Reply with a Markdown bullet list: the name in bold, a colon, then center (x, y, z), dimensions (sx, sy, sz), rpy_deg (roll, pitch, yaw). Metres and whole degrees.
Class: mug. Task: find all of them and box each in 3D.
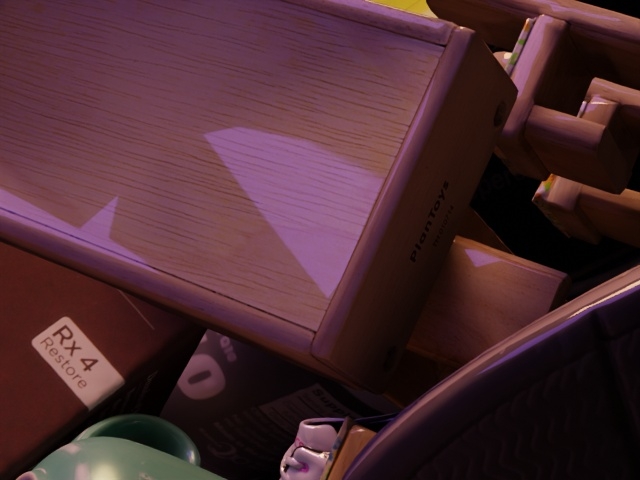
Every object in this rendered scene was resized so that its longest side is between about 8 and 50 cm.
- **mug**: center (-0.096, 0.145, 0.740), dimensions (0.129, 0.097, 0.158), rpy_deg (-64, 21, 2)

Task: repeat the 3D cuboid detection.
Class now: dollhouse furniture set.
- **dollhouse furniture set**: center (0.000, 0.000, 0.593), dimensions (0.212, 0.161, 0.242), rpy_deg (-65, -28, -8)

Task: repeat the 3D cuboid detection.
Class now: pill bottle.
- **pill bottle**: center (0.002, 0.038, 0.995), dimensions (0.283, 0.161, 0.161), rpy_deg (-27, 10, 42)

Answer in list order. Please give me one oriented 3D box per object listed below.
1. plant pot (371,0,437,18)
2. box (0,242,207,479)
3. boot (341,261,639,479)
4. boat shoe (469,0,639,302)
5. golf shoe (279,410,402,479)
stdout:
- **plant pot**: center (0.154, -0.110, 1.119), dimensions (0.228, 0.227, 0.207), rpy_deg (-30, 14, 19)
- **box**: center (-0.193, 0.065, 0.850), dimensions (0.203, 0.168, 0.167), rpy_deg (-38, -11, -31)
- **boot**: center (0.181, 0.007, 0.543), dimensions (0.377, 0.138, 0.284), rpy_deg (-28, 9, 6)
- **boat shoe**: center (0.188, -0.084, 0.830), dimensions (0.500, 0.186, 0.156), rpy_deg (-27, 6, -23)
- **golf shoe**: center (0.005, 0.117, 0.772), dimensions (0.186, 0.086, 0.067), rpy_deg (-32, 10, 17)
